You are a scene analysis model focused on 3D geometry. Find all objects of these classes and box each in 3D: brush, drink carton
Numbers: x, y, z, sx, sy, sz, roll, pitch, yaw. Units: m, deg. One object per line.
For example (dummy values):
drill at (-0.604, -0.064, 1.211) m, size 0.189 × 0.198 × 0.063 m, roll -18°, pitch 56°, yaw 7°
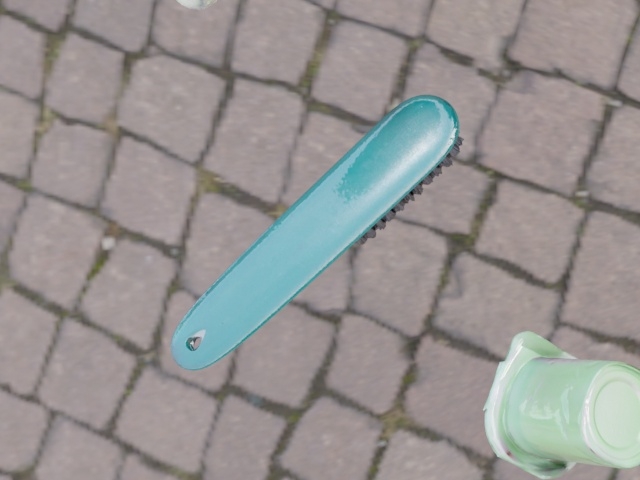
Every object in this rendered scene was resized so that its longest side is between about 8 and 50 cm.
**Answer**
brush at (0.000, 0.000, 0.866) m, size 0.193 × 0.032 × 0.043 m, roll -44°, pitch 57°, yaw 2°
drink carton at (0.281, 0.187, 1.814) m, size 0.142 × 0.146 × 0.144 m, roll 0°, pitch 64°, yaw 59°

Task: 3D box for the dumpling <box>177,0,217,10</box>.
dumpling at (-0.063, -0.237, 0.780) m, size 0.131 × 0.179 × 0.252 m, roll 0°, pitch 135°, yaw 27°
